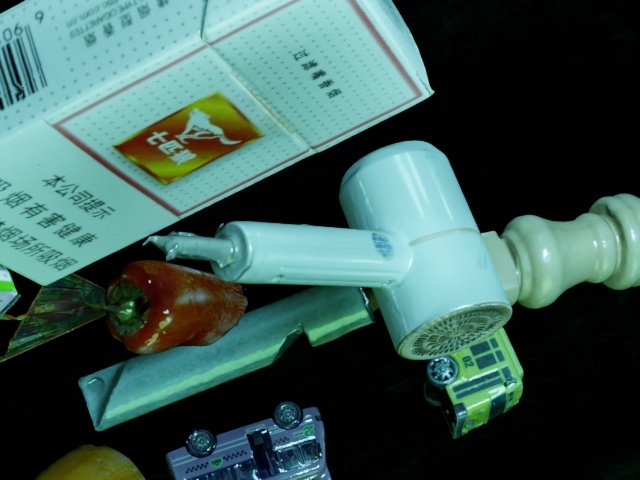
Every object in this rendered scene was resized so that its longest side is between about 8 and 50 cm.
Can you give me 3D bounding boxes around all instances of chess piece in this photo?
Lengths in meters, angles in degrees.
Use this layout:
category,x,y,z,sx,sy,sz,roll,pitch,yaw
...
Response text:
category,x,y,z,sx,sy,sz,roll,pitch,yaw
chess piece,0.314,0.002,1.525,0.397,0.117,0.117,-11,155,-17

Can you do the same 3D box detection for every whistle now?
category,x,y,z,sx,sy,sz,roll,pitch,yaw
whistle,-0.096,0.114,1.491,0.312,0.062,0.062,-21,157,3

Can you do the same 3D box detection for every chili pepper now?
category,x,y,z,sx,sy,sz,roll,pitch,yaw
chili pepper,-0.151,0.060,1.307,0.192,0.084,0.086,11,109,-54

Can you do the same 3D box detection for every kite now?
category,x,y,z,sx,sy,sz,roll,pitch,yaw
kite,-0.249,0.068,1.333,0.159,0.010,0.190,-5,151,-30

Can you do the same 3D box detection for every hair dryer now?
category,x,y,z,sx,sy,sz,roll,pitch,yaw
hair dryer,0.000,0.000,1.177,0.357,0.173,0.107,5,145,-46

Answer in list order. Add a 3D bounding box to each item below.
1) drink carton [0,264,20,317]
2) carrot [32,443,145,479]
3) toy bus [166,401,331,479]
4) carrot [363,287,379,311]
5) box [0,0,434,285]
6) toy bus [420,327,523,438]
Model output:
category,x,y,z,sx,sy,sz,roll,pitch,yaw
drink carton,-0.369,0.027,1.027,0.271,0.108,0.161,7,142,-45
carrot,-0.314,0.334,1.608,0.225,0.159,0.159,-19,164,-49
toy bus,-0.085,0.278,1.794,0.198,0.108,0.096,-16,156,-9
carrot,0.084,0.024,1.465,0.049,0.049,0.254,-7,156,-28
box,-0.111,-0.100,0.981,0.330,0.095,0.210,-27,156,10
toy bus,0.144,0.109,1.533,0.101,0.175,0.088,-20,157,-8
